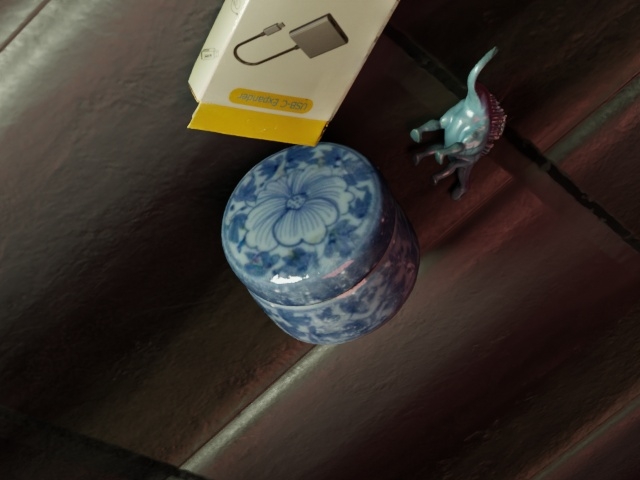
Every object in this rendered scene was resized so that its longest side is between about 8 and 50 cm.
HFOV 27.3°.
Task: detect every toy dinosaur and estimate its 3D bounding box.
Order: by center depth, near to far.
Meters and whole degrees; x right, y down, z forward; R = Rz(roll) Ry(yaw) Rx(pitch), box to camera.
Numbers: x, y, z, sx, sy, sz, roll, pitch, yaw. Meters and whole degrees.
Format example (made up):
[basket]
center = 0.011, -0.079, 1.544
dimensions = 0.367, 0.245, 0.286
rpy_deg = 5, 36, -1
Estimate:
[toy dinosaur]
center = 0.123, -0.093, 1.152
dimensions = 0.080, 0.045, 0.197
rpy_deg = -27, 150, -22

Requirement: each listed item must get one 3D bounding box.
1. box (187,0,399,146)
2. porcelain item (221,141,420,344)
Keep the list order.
[box]
center = -0.006, -0.181, 0.990
dimensions = 0.129, 0.033, 0.247
rpy_deg = 6, 130, -35
[porcelain item]
center = 0.000, 0.000, 1.097
dimensions = 0.147, 0.147, 0.114
rpy_deg = -30, 140, 2
